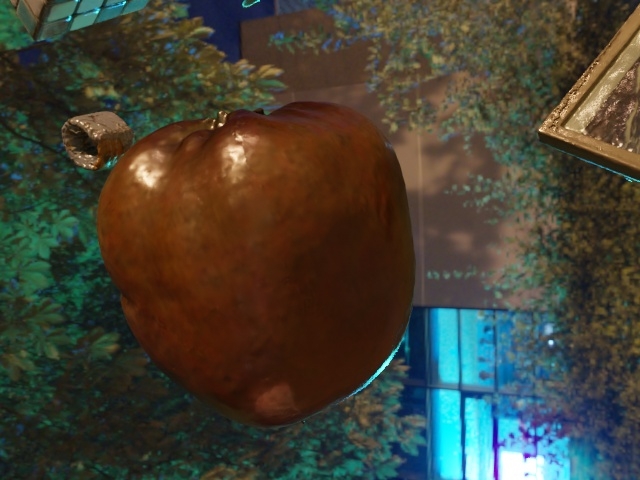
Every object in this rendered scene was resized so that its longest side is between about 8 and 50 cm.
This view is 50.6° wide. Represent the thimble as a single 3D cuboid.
[{"bbox_3d":[-0.530,-0.240,1.625,0.117,0.151,0.127,-29,-41,-47],"label":"thimble"}]

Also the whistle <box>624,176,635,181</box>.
[{"bbox_3d":[0.547,-0.164,1.189,0.092,0.110,0.244,59,-167,-26],"label":"whistle"}]

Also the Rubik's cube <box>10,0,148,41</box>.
[{"bbox_3d":[-0.429,-0.544,1.176,0.256,0.259,0.253,-34,-84,-35],"label":"Rubik's cube"}]

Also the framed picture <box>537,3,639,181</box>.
[{"bbox_3d":[0.410,-0.179,0.657,0.335,0.247,0.022,-49,-37,-12],"label":"framed picture"}]

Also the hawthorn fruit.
[{"bbox_3d":[-0.042,0.032,0.602,0.267,0.267,0.301,-30,-73,-59],"label":"hawthorn fruit"}]

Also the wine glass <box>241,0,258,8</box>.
[{"bbox_3d":[-0.196,-0.607,1.470,0.198,0.066,0.066,58,-149,0],"label":"wine glass"}]
